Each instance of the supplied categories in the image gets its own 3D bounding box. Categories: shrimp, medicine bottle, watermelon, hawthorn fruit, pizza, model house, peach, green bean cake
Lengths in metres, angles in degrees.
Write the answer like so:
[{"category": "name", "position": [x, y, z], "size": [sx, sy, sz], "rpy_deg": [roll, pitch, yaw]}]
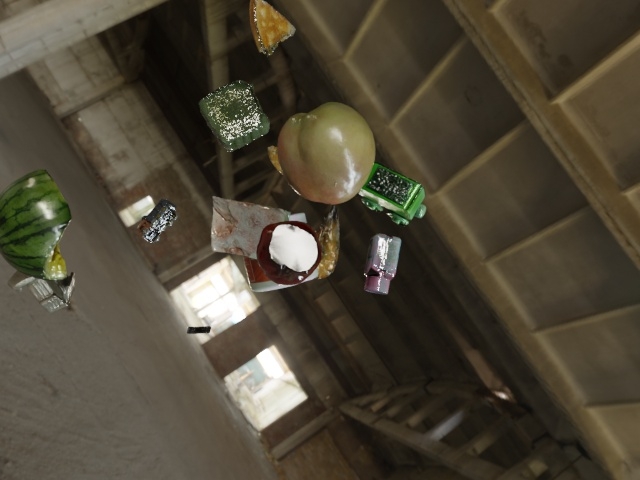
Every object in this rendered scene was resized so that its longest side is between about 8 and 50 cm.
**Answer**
[{"category": "shrimp", "position": [0.000, 0.000, 2.260], "size": [0.062, 0.164, 0.316], "rpy_deg": [163, -62, -82]}, {"category": "medicine bottle", "position": [0.202, 0.081, 1.844], "size": [0.119, 0.094, 0.187], "rpy_deg": [131, -29, -79]}, {"category": "watermelon", "position": [-0.234, -0.066, 1.730], "size": [0.310, 0.232, 0.193], "rpy_deg": [30, -56, 40]}, {"category": "hawthorn fruit", "position": [-0.090, 0.019, 1.571], "size": [0.251, 0.190, 0.189], "rpy_deg": [-101, 165, -69]}, {"category": "pizza", "position": [-0.154, -0.676, 1.754], "size": [0.052, 0.195, 0.185], "rpy_deg": [0, -81, 38]}, {"category": "medicine bottle", "position": [-0.151, 0.042, 1.973], "size": [0.252, 0.253, 0.240], "rpy_deg": [176, -100, -75]}, {"category": "model house", "position": [-0.902, 0.145, 1.832], "size": [0.188, 0.122, 0.229], "rpy_deg": [54, 6, -25]}, {"category": "peach", "position": [0.017, -0.248, 1.604], "size": [0.292, 0.292, 0.247], "rpy_deg": [56, 14, 11]}, {"category": "pizza", "position": [-0.143, -0.349, 2.535], "size": [0.246, 0.058, 0.127], "rpy_deg": [26, -43, -15]}, {"category": "green bean cake", "position": [-0.322, -0.478, 2.096], "size": [0.227, 0.223, 0.125], "rpy_deg": [60, -6, 5]}, {"category": "watermelon", "position": [-0.842, -0.040, 1.581], "size": [0.331, 0.189, 0.330], "rpy_deg": [14, -70, 42]}]

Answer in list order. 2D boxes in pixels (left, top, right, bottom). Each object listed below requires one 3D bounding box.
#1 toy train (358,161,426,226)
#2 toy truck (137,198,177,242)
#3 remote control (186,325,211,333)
[{"category": "toy train", "position": [0.231, -0.154, 1.821], "size": [0.243, 0.132, 0.188], "rpy_deg": [29, -7, 20]}, {"category": "toy truck", "position": [-0.706, -0.089, 2.398], "size": [0.092, 0.192, 0.083], "rpy_deg": [38, -4, 33]}, {"category": "remote control", "position": [-0.491, 0.364, 2.235], "size": [0.039, 0.096, 0.014], "rpy_deg": [-89, 175, -52]}]
